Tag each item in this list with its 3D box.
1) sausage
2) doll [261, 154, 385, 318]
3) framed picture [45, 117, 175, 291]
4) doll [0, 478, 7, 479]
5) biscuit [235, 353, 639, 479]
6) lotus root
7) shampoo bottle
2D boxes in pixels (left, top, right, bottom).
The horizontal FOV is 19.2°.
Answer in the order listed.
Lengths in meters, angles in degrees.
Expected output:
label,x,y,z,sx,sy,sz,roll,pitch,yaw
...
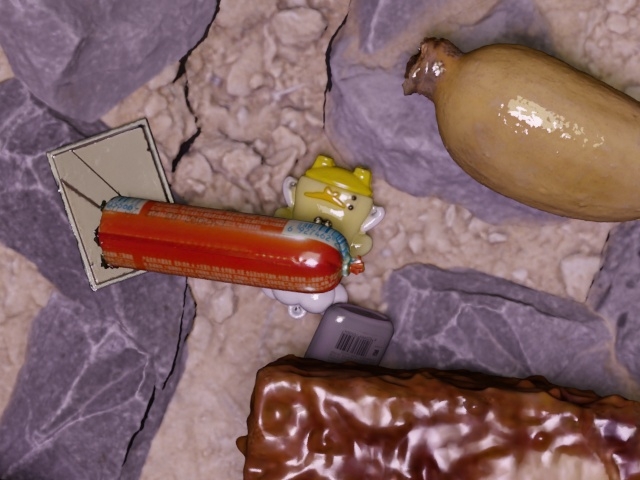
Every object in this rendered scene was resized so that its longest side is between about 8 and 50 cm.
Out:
label,x,y,z,sx,sy,sz,roll,pitch,yaw
sausage,-0.083,0.008,1.816,0.264,0.083,0.083,8,91,18
doll,0.000,0.000,1.865,0.106,0.062,0.162,18,92,7
framed picture,-0.201,-0.036,1.900,0.109,0.011,0.149,-18,89,2
doll,-0.355,0.360,1.806,0.310,0.240,0.284,-35,112,3
biscuit,0.103,0.285,1.790,0.395,0.166,0.343,8,95,-4
lotus root,0.217,-0.099,1.812,0.303,0.131,0.146,24,135,0
shampoo bottle,0.010,0.142,1.864,0.080,0.040,0.165,15,107,-33
